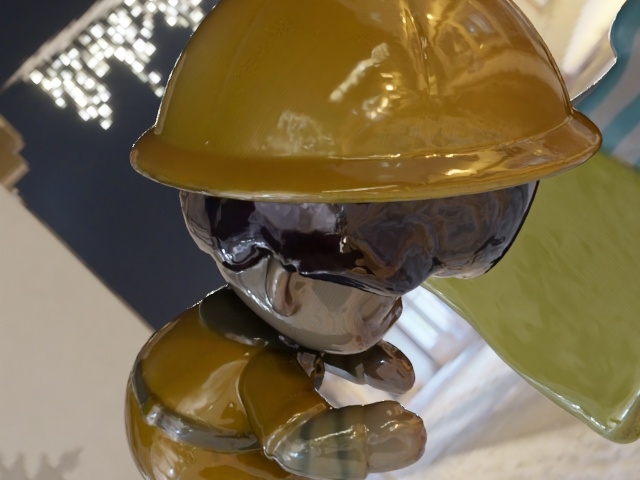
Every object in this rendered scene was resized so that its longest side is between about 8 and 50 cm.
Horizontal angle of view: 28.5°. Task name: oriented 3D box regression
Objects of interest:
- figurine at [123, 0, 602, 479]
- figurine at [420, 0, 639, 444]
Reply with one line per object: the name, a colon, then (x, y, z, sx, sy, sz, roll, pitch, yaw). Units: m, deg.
figurine: (-0.004, -0.002, 0.531, 0.256, 0.167, 0.192, -61, 18, 15)
figurine: (0.308, -0.044, 0.949, 0.378, 0.266, 0.361, -5, -39, -44)
